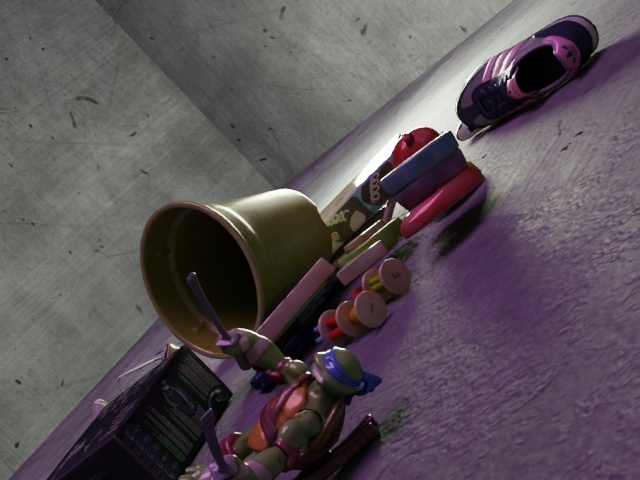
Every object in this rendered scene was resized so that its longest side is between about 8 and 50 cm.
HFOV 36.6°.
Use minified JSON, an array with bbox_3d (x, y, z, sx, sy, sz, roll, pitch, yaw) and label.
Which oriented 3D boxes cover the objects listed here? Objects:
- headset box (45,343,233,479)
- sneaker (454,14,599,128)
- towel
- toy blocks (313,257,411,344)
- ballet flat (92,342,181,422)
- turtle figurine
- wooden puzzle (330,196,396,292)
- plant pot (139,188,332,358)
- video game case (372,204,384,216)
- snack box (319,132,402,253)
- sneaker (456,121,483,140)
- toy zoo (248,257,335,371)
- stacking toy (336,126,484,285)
[{"bbox_3d":[-0.312,0.346,1.610,0.246,0.131,0.283,-39,9,29],"label":"headset box"},{"bbox_3d":[0.341,-0.283,1.725,0.319,0.112,0.131,-37,7,46],"label":"sneaker"},{"bbox_3d":[-0.062,0.191,1.548,0.119,0.029,0.067,-48,3,-19],"label":"towel"},{"bbox_3d":[0.053,0.094,1.398,0.123,0.054,0.148,-50,10,-35],"label":"toy blocks"},{"bbox_3d":[-0.403,0.351,2.062,0.342,0.124,0.116,-46,8,-12],"label":"ballet flat"},{"bbox_3d":[-0.098,0.190,1.002,0.275,0.198,0.266,6,-55,-43],"label":"turtle figurine"},{"bbox_3d":[0.060,0.025,1.789,0.238,0.044,0.221,-45,7,21],"label":"wooden puzzle"},{"bbox_3d":[-0.123,0.028,1.669,0.254,0.276,0.276,-27,-6,-46],"label":"plant pot"},{"bbox_3d":[0.063,-0.023,2.085,0.157,0.019,0.143,-32,14,52],"label":"video game case"},{"bbox_3d":[0.051,-0.055,1.849,0.322,0.060,0.187,-45,7,21],"label":"snack box"},{"bbox_3d":[0.306,-0.231,1.886,0.109,0.040,0.043,-40,11,25],"label":"sneaker"},{"bbox_3d":[-0.052,0.132,1.584,0.192,0.030,0.293,-48,-7,-10],"label":"toy zoo"},{"bbox_3d":[0.107,-0.071,1.501,0.279,0.130,0.309,-37,0,6],"label":"stacking toy"}]
